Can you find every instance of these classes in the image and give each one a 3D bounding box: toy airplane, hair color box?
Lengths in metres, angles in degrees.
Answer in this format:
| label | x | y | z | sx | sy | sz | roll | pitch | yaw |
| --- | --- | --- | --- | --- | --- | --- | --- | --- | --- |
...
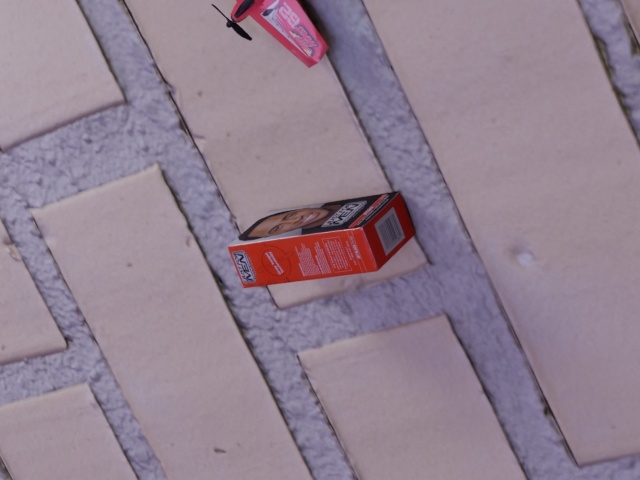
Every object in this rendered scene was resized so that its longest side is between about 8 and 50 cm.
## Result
| label | x | y | z | sx | sy | sz | roll | pitch | yaw |
| --- | --- | --- | --- | --- | --- | --- | --- | --- | --- |
| toy airplane | -0.034 | -0.217 | 1.441 | 0.151 | 0.028 | 0.151 | 15 | 124 | 24 |
| hair color box | 0.000 | 0.000 | 1.514 | 0.141 | 0.072 | 0.043 | -9 | 111 | 35 |
